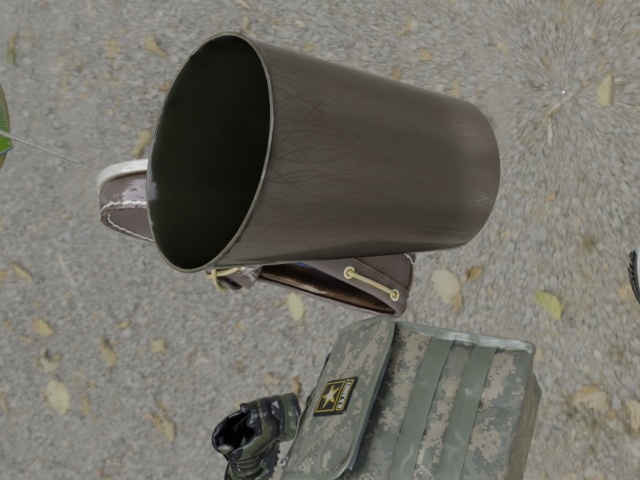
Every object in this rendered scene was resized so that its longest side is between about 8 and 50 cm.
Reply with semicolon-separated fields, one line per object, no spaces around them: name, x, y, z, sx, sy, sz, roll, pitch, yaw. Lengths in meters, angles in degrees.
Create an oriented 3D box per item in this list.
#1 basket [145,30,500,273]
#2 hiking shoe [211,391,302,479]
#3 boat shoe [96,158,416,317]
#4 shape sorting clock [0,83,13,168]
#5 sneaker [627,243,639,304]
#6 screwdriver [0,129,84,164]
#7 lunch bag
basket;0.010;-0.056;0.688;0.204;0.227;0.154;-38;58;49
hiking shoe;-0.115;0.296;1.332;0.114;0.086;0.227;8;132;-26
boat shoe;-0.059;0.002;0.876;0.324;0.116;0.096;13;66;-18
shape sorting clock;-0.530;-0.186;1.358;0.040;0.206;0.206;-1;99;17
sneaker;0.220;0.052;0.452;0.170;0.068;0.071;41;108;-16
screwdriver;-0.290;-0.100;0.843;0.025;0.170;0.024;-24;59;40
lunch bag;0.104;0.228;1.104;0.287;0.169;0.235;8;57;24
